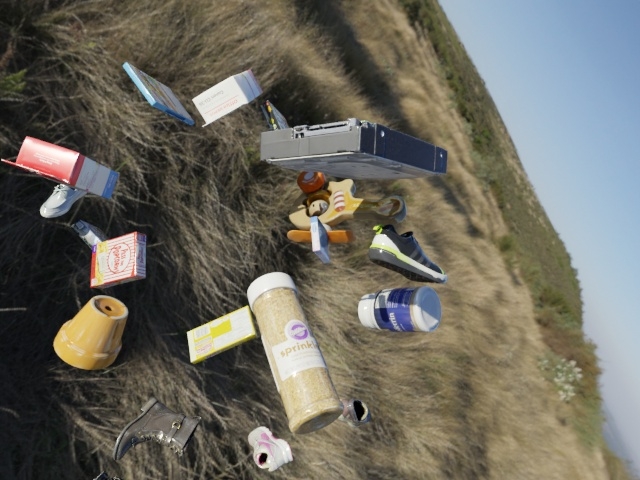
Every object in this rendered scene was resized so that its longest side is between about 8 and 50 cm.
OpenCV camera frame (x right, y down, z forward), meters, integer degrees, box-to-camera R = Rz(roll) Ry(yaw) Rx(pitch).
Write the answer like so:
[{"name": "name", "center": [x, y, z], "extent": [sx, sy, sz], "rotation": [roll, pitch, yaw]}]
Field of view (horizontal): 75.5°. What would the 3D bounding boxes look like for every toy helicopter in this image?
[{"name": "toy helicopter", "center": [0.061, -0.075, 1.132], "extent": [0.235, 0.355, 0.140], "rotation": [-62, 140, -29]}]

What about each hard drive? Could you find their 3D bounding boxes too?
[{"name": "hard drive", "center": [0.079, -0.170, 0.836], "extent": [0.339, 0.236, 0.064], "rotation": [0, 93, -51]}]

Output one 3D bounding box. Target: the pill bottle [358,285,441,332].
[{"name": "pill bottle", "center": [0.270, 0.243, 1.443], "extent": [0.153, 0.264, 0.153], "rotation": [11, 74, -43]}]

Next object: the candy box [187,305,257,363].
[{"name": "candy box", "center": [-0.299, 0.283, 1.248], "extent": [0.027, 0.205, 0.105], "rotation": [68, -1, -52]}]

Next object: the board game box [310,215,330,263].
[{"name": "board game box", "center": [0.000, 0.000, 1.017], "extent": [0.090, 0.020, 0.090], "rotation": [53, 28, -61]}]

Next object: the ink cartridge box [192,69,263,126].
[{"name": "ink cartridge box", "center": [-0.217, -0.336, 0.968], "extent": [0.067, 0.115, 0.198], "rotation": [60, 18, -22]}]

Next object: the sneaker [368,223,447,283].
[{"name": "sneaker", "center": [0.205, 0.029, 0.911], "extent": [0.234, 0.084, 0.097], "rotation": [25, 74, -34]}]

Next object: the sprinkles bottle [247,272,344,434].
[{"name": "sprinkles bottle", "center": [-0.066, 0.241, 0.938], "extent": [0.121, 0.121, 0.355], "rotation": [34, 23, -48]}]

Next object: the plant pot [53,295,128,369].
[{"name": "plant pot", "center": [-0.764, 0.301, 1.419], "extent": [0.205, 0.188, 0.205], "rotation": [33, 11, -7]}]

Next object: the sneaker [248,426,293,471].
[{"name": "sneaker", "center": [-0.225, 0.830, 1.644], "extent": [0.111, 0.252, 0.103], "rotation": [-19, 99, -40]}]

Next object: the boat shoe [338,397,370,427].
[{"name": "boat shoe", "center": [0.153, 0.712, 1.711], "extent": [0.285, 0.092, 0.103], "rotation": [46, 40, -47]}]

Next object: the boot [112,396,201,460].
[{"name": "boot", "center": [-0.599, 0.728, 1.527], "extent": [0.229, 0.091, 0.263], "rotation": [28, 53, 7]}]

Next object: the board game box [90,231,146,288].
[{"name": "board game box", "center": [-0.654, 0.066, 1.339], "extent": [0.045, 0.193, 0.147], "rotation": [31, 48, -63]}]

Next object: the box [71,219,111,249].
[{"name": "box", "center": [-0.835, 0.029, 1.601], "extent": [0.233, 0.044, 0.159], "rotation": [44, -10, 5]}]

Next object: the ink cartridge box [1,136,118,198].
[{"name": "ink cartridge box", "center": [-0.614, -0.175, 0.995], "extent": [0.231, 0.134, 0.078], "rotation": [92, 16, -84]}]

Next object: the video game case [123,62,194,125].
[{"name": "video game case", "center": [-0.375, -0.340, 0.976], "extent": [0.119, 0.015, 0.166], "rotation": [53, 10, 7]}]

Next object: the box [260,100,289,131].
[{"name": "box", "center": [-0.099, -0.281, 1.063], "extent": [0.137, 0.027, 0.094], "rotation": [66, 15, 21]}]

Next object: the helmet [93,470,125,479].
[{"name": "helmet", "center": [-0.618, 0.768, 1.172], "extent": [0.169, 0.169, 0.161], "rotation": [55, 34, -19]}]

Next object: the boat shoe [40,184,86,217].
[{"name": "boat shoe", "center": [-0.924, -0.171, 1.489], "extent": [0.079, 0.081, 0.227], "rotation": [16, 39, 0]}]
